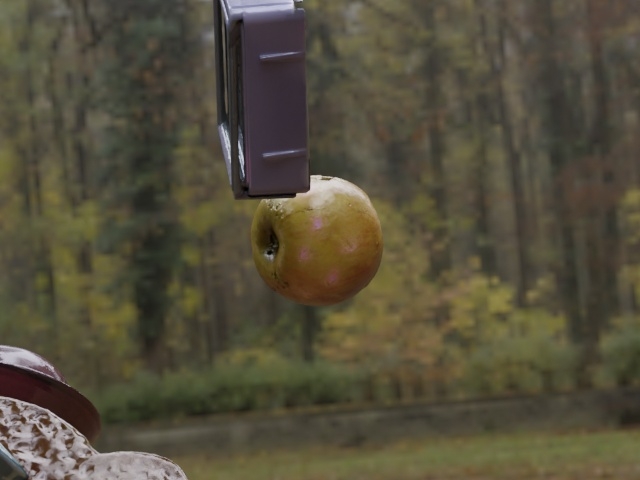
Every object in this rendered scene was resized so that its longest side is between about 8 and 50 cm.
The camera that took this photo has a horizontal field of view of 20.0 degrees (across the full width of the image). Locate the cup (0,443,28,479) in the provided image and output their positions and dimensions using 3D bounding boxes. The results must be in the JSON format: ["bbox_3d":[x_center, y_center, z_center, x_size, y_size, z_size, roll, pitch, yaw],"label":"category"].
[{"bbox_3d":[-0.342,0.175,1.009,0.331,0.311,0.257,39,-11,26],"label":"cup"}]

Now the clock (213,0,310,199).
[{"bbox_3d":[-0.055,-0.149,1.671,0.073,0.193,0.145,-4,29,-7],"label":"clock"}]

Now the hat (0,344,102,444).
[{"bbox_3d":[-0.320,0.161,1.851,0.205,0.089,0.205,8,-33,5],"label":"hat"}]

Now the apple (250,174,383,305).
[{"bbox_3d":[0.000,0.000,1.879,0.146,0.146,0.146,-5,-3,0],"label":"apple"}]

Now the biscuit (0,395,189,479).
[{"bbox_3d":[-0.240,0.259,1.412,0.314,0.063,0.367,-27,51,-27],"label":"biscuit"}]
